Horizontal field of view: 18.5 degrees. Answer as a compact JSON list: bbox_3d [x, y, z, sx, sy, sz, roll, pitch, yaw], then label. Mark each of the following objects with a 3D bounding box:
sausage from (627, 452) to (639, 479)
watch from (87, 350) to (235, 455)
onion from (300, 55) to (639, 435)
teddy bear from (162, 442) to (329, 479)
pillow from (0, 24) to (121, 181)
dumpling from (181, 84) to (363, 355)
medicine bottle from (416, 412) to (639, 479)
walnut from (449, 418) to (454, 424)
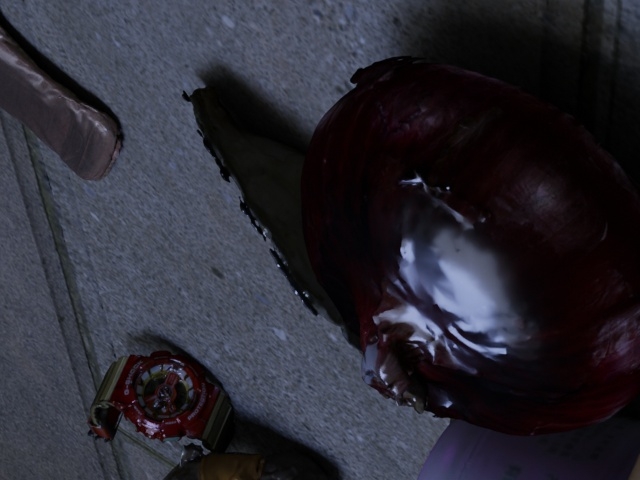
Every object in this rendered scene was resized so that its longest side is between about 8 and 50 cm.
[{"bbox_3d":[0.255,0.153,1.398,0.066,0.066,0.301,28,105,28],"label":"sausage"},{"bbox_3d":[-0.187,0.216,2.263,0.165,0.102,0.268,26,154,-5],"label":"watch"},{"bbox_3d":[0.104,0.015,1.420,0.314,0.232,0.314,39,152,25],"label":"onion"},{"bbox_3d":[-0.082,0.286,2.148,0.177,0.190,0.140,104,160,-85],"label":"teddy bear"},{"bbox_3d":[-0.285,-0.143,1.942,0.211,0.034,0.135,41,150,1],"label":"pillow"},{"bbox_3d":[0.003,-0.003,1.698,0.332,0.086,0.166,51,-175,-16],"label":"dumpling"},{"bbox_3d":[0.250,0.273,1.577,0.325,0.256,0.256,13,142,29],"label":"medicine bottle"},{"bbox_3d":[0.149,0.184,1.772,0.092,0.092,0.092,32,151,20],"label":"walnut"}]
